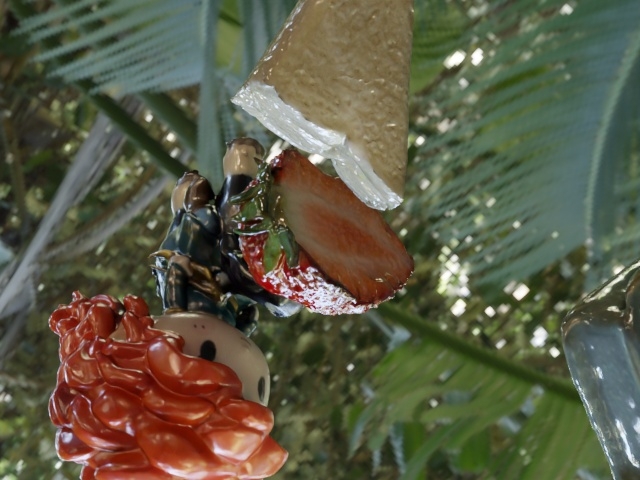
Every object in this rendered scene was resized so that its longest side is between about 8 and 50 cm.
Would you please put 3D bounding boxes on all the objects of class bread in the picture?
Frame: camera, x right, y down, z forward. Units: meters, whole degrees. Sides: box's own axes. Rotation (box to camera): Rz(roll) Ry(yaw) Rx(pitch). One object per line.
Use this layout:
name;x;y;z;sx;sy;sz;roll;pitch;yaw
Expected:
bread;0.032;-0.108;0.716;0.105;0.077;0.152;36;-99;-16

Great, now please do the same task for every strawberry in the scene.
strawberry;0.000;0.000;1.055;0.187;0.082;0.146;20;-128;-39

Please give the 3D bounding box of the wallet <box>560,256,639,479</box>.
wallet;0.279;0.144;0.745;0.252;0.083;0.360;-27;-79;-29

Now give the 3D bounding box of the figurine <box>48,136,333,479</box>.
figurine;-0.114;0.083;1.298;0.411;0.306;0.241;-58;-43;-20
